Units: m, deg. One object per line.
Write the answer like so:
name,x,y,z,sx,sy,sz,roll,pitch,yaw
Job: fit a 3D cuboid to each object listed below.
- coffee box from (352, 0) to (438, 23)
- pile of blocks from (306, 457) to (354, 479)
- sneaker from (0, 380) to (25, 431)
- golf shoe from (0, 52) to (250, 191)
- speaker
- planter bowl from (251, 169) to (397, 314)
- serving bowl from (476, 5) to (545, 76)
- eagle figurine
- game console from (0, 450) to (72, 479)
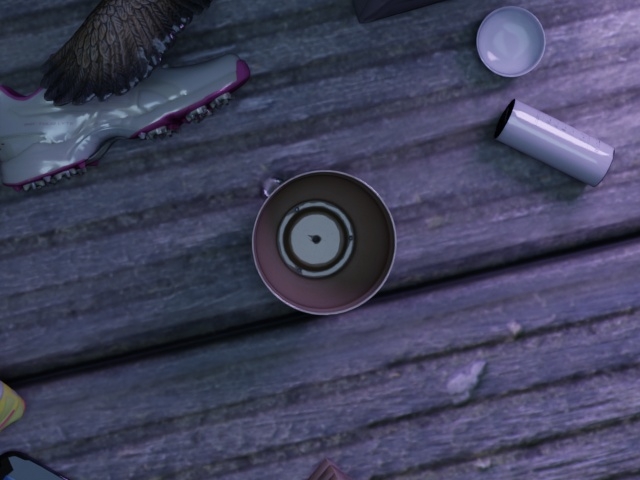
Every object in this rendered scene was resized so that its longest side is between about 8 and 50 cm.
coffee box,0.175,-0.454,1.452,0.338,0.338,0.334,-17,93,-5
pile of blocks,-0.030,0.435,1.560,0.113,0.149,0.362,38,71,-21
sneaker,-0.419,0.233,1.552,0.208,0.094,0.081,-37,55,15
golf shoe,-0.233,-0.165,1.539,0.306,0.115,0.140,-23,91,-5
speaker,0.276,-0.116,1.616,0.136,0.055,0.055,25,90,-6
planter bowl,0.000,0.000,1.566,0.162,0.109,0.162,0,93,-5
serving bowl,0.223,-0.234,1.620,0.083,0.027,0.083,0,91,-5
eagle figurine,-0.212,-0.305,1.482,0.226,0.298,0.225,27,133,25
game console,-0.320,0.428,1.527,0.173,0.250,0.293,30,89,-32
